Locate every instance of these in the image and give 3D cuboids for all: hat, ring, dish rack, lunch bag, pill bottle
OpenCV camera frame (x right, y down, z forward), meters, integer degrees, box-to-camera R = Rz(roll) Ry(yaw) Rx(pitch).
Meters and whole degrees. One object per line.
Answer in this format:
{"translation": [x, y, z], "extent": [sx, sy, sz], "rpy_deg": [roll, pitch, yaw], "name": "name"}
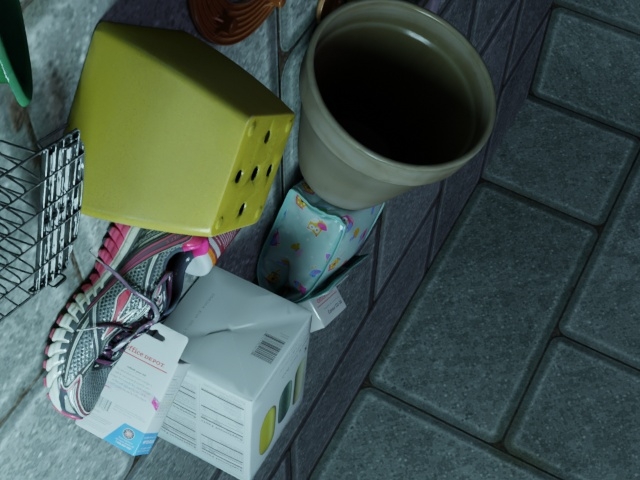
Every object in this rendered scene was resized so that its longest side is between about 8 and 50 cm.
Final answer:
{"translation": [-0.334, -0.164, 0.798], "extent": [0.173, 0.183, 0.209], "rpy_deg": [92, -16, -70], "name": "hat"}
{"translation": [-0.069, -0.406, 1.313], "extent": [0.337, 0.032, 0.337], "rpy_deg": [-58, 164, -28], "name": "ring"}
{"translation": [-0.327, 0.001, 0.996], "extent": [0.271, 0.074, 0.208], "rpy_deg": [-48, 158, -53], "name": "dish rack"}
{"translation": [0.000, 0.000, 1.943], "extent": [0.223, 0.160, 0.262], "rpy_deg": [-40, 157, -55], "name": "lunch bag"}
{"translation": [-0.158, -0.029, 1.487], "extent": [0.152, 0.086, 0.086], "rpy_deg": [-56, 162, -31], "name": "pill bottle"}

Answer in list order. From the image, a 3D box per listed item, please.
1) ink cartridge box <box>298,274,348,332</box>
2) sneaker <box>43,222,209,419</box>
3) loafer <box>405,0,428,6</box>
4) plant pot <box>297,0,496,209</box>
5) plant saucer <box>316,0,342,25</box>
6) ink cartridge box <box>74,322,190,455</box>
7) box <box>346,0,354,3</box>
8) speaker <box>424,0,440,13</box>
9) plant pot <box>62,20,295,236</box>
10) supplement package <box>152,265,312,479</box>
{"translation": [-0.031, 0.140, 2.005], "extent": [0.198, 0.067, 0.115], "rpy_deg": [-24, -173, 30], "name": "ink cartridge box"}
{"translation": [-0.252, 0.092, 1.310], "extent": [0.299, 0.112, 0.121], "rpy_deg": [-64, 165, -2], "name": "sneaker"}
{"translation": [0.195, -0.519, 1.956], "extent": [0.251, 0.094, 0.087], "rpy_deg": [-56, 175, -15], "name": "loafer"}
{"translation": [0.088, -0.196, 1.730], "extent": [0.323, 0.323, 0.280], "rpy_deg": [-56, -178, -32], "name": "plant pot"}
{"translation": [0.014, -0.386, 1.661], "extent": [0.083, 0.013, 0.083], "rpy_deg": [-56, 162, -28], "name": "plant saucer"}
{"translation": [-0.259, 0.202, 1.467], "extent": [0.181, 0.104, 0.061], "rpy_deg": [-64, 165, -3], "name": "ink cartridge box"}
{"translation": [0.094, -0.430, 1.729], "extent": [0.058, 0.087, 0.232], "rpy_deg": [-53, 162, -33], "name": "box"}
{"translation": [0.226, -0.521, 2.095], "extent": [0.055, 0.055, 0.136], "rpy_deg": [-47, 157, -50], "name": "speaker"}
{"translation": [-0.154, -0.113, 1.177], "extent": [0.212, 0.187, 0.212], "rpy_deg": [-21, 133, -69], "name": "plant pot"}
{"translation": [-0.149, 0.222, 1.692], "extent": [0.199, 0.198, 0.263], "rpy_deg": [-55, 162, -37], "name": "supplement package"}
